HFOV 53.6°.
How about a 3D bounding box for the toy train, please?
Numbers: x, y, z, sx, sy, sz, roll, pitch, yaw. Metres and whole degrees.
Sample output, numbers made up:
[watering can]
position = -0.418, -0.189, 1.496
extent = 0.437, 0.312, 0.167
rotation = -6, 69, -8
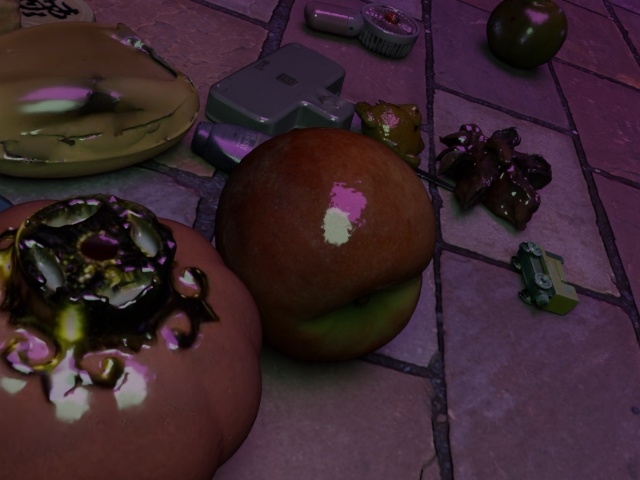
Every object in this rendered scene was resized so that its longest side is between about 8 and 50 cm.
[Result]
[toy train]
position = 0.327, 0.052, 0.928
extent = 0.081, 0.050, 0.122
rotation = 18, 42, -14

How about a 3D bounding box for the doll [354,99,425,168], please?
[doll]
position = 0.125, -0.194, 1.038
extent = 0.137, 0.097, 0.209
rotation = 37, 25, -9

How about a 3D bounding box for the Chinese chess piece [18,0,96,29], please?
[Chinese chess piece]
position = -0.416, -0.332, 0.964
extent = 0.144, 0.058, 0.144
rotation = 12, 44, -12

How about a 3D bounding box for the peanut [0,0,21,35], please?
[peanut]
position = -0.548, -0.332, 0.845
extent = 0.298, 0.120, 0.136
rotation = 10, 53, -5

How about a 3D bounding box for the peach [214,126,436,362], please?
[peach]
position = 0.000, 0.000, 0.685
extent = 0.252, 0.252, 0.252
rotation = 13, 43, -13

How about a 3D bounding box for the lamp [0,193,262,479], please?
[lamp]
position = -0.189, 0.083, 0.515
extent = 0.305, 0.239, 0.305
rotation = 13, 43, -12

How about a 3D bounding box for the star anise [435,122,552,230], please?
[star anise]
position = 0.295, -0.119, 1.047
extent = 0.214, 0.099, 0.220
rotation = 2, 47, -19

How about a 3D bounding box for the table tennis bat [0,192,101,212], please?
[table tennis bat]
position = -0.386, 0.003, 0.656
extent = 0.329, 0.044, 0.215
rotation = -15, 54, -33

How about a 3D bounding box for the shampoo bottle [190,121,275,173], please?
[shampoo bottle]
position = -0.067, -0.113, 0.909
extent = 0.234, 0.049, 0.087
rotation = 18, 50, -8

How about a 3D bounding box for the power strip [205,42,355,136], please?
[power strip]
position = -0.039, -0.227, 1.029
extent = 0.194, 0.059, 0.265
rotation = 31, 43, 13

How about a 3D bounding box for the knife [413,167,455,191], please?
[knife]
position = 0.160, -0.116, 1.046
extent = 0.170, 0.010, 0.023
rotation = 27, 41, 2

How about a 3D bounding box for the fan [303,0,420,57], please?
[fan]
position = 0.084, -0.441, 1.292
extent = 0.244, 0.074, 0.130
rotation = 5, 46, -19

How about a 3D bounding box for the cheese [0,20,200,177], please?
[cheese]
position = -0.330, -0.180, 0.810
extent = 0.259, 0.128, 0.316
rotation = 32, 37, 21

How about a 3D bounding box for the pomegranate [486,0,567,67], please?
[pomegranate]
position = 0.481, -0.489, 1.430
extent = 0.179, 0.210, 0.179
rotation = 7, 69, -20
